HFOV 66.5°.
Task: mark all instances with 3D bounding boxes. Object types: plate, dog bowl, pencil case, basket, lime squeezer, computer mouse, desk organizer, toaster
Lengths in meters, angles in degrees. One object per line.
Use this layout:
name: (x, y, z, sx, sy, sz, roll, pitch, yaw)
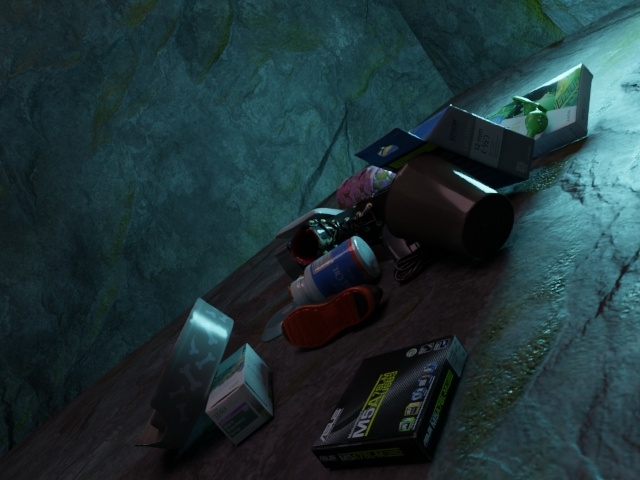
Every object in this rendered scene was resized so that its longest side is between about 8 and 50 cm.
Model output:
plate: (-0.107, 0.227, 1.445, 0.188, 0.024, 0.188, -37, 10, 7)
dog bowl: (-0.303, 0.311, 1.127, 0.349, 0.102, 0.349, -158, 90, -82)
plate: (0.005, -0.063, 1.889, 0.277, 0.045, 0.278, 3, -21, -40)
pencil case: (0.193, -0.194, 1.936, 0.167, 0.160, 0.386, -61, 15, -11)
basket: (0.261, -0.064, 0.990, 0.227, 0.154, 0.205, 36, 103, 57)
lime squeezer: (0.532, -0.302, 1.241, 0.110, 0.058, 0.311, 104, -178, -54)
computer mouse: (0.217, -0.015, 1.196, 0.188, 0.072, 0.272, -37, 18, 4)
desk organizer: (0.157, 0.029, 1.365, 0.047, 0.050, 0.130, -42, 11, -29)
toaster: (-0.041, 0.052, 1.619, 0.185, 0.168, 0.110, -44, 8, -37)

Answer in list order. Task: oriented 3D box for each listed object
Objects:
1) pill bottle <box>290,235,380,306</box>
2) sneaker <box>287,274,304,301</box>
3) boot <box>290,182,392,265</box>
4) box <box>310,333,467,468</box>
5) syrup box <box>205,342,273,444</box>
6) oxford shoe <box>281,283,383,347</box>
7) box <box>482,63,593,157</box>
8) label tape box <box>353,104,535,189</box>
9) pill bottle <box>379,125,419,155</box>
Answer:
pill bottle: (0.035, 0.095, 1.275, 0.221, 0.124, 0.124, -34, 10, 19)
sneaker: (-0.031, 0.126, 1.496, 0.175, 0.068, 0.064, -30, -8, 21)
boot: (0.094, -0.045, 1.454, 0.284, 0.138, 0.377, -21, -4, -33)
box: (0.099, 0.225, 0.686, 0.184, 0.045, 0.191, -25, 15, 41)
syrup box: (-0.166, 0.315, 1.034, 0.093, 0.096, 0.237, -39, 10, -1)
oxford shoe: (0.026, 0.173, 1.109, 0.271, 0.097, 0.098, -25, -5, 33)
box: (0.559, -0.310, 1.321, 0.322, 0.058, 0.232, -23, 36, 50)
label tape box: (0.290, -0.220, 1.183, 0.249, 0.347, 0.115, 163, 124, -71)
pill bottle: (0.379, -0.329, 1.845, 0.188, 0.188, 0.334, -41, 11, -25)
